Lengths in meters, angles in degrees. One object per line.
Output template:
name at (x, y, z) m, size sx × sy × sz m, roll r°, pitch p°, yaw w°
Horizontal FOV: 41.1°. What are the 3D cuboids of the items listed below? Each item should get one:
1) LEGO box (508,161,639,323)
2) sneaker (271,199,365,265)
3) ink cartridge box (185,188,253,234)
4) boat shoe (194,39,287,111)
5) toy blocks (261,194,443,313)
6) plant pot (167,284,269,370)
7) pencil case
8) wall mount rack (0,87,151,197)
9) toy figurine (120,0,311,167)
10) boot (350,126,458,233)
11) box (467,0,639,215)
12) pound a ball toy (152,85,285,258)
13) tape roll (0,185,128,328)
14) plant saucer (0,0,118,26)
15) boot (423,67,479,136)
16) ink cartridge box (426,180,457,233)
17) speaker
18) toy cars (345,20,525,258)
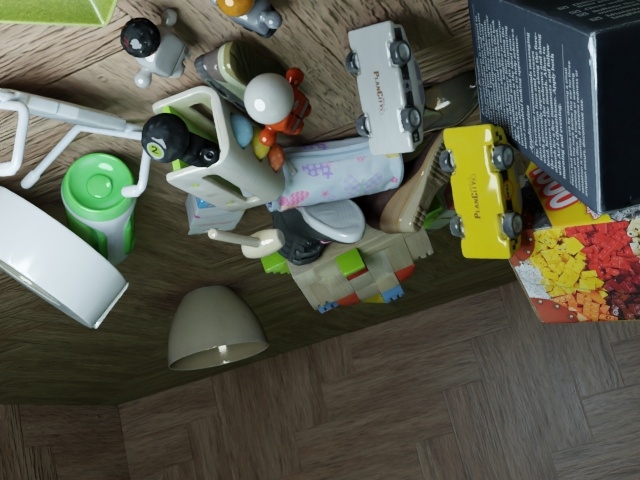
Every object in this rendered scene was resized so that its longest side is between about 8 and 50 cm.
LEGO box at (0.536, -0.117, 1.281) m, size 0.372 × 0.193 × 0.500 m, roll -8°, pitch -144°, yaw 40°
sneaker at (-0.003, -0.011, 1.650) m, size 0.104 × 0.147 × 0.295 m, roll -18°, pitch -153°, yaw -28°
ink cartridge box at (-0.205, -0.074, 1.681) m, size 0.104 × 0.062 × 0.181 m, roll -7°, pitch 162°, yaw -21°
boat shoe at (-0.106, -0.229, 1.241) m, size 0.073 × 0.080 × 0.223 m, roll 1°, pitch 171°, yaw 22°
toy blocks at (0.097, 0.047, 1.848) m, size 0.381 × 0.191 × 0.261 m, roll -26°, pitch 143°, yaw 4°
plant pot at (-0.303, 0.234, 2.394) m, size 0.284 × 0.191 × 0.284 m, roll -14°, pitch 164°, yaw -4°
pencil case at (0.016, -0.133, 1.584) m, size 0.273 × 0.113 × 0.124 m, roll -10°, pitch 138°, yaw -13°
wall mount rack at (-0.417, -0.135, 1.208) m, size 0.304 × 0.131 × 0.350 m, roll 10°, pitch -179°, yaw 39°
toy figurine at (-0.132, -0.203, 1.049) m, size 0.213 × 0.210 × 0.148 m, roll -17°, pitch 175°, yaw 12°
boot at (0.153, -0.134, 1.699) m, size 0.207 × 0.248 × 0.090 m, roll 17°, pitch 164°, yaw 44°
box at (0.390, -0.224, 1.070) m, size 0.293 × 0.212 × 0.395 m, roll -13°, pitch -155°, yaw -4°
pound a ball toy at (-0.128, -0.100, 1.375) m, size 0.135 × 0.208 × 0.319 m, roll -16°, pitch 167°, yaw 13°
tape roll at (-0.467, 0.029, 1.433) m, size 0.100 × 0.286 × 0.286 m, roll -56°, pitch 173°, yaw -17°
plant saucer at (-0.299, -0.297, 0.892) m, size 0.188 × 0.045 × 0.188 m, roll -6°, pitch 162°, yaw -29°
boot at (0.182, -0.229, 1.456) m, size 0.106 × 0.082 × 0.219 m, roll -5°, pitch 163°, yaw -38°
ink cartridge box at (0.256, -0.096, 1.897) m, size 0.067 × 0.115 × 0.198 m, roll -5°, pitch 161°, yaw -31°
speaker at (-0.388, -0.045, 1.511) m, size 0.131 × 0.131 × 0.296 m, roll -9°, pitch 163°, yaw -16°
toy cars at (0.172, -0.148, 1.216) m, size 0.087 × 0.394 × 0.176 m, roll -22°, pitch 155°, yaw -43°
